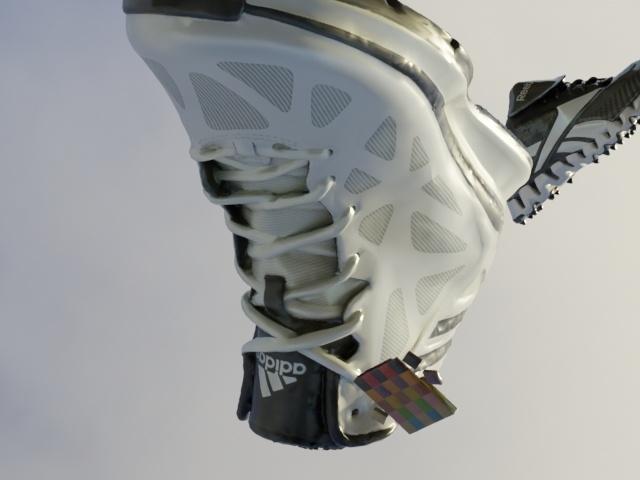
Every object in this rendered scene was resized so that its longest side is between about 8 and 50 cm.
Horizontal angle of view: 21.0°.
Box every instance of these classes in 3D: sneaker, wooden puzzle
[{"bbox_3d":[0.001,0.000,1.106,0.169,0.257,0.447,10,169,30],"label":"sneaker"},{"bbox_3d":[0.051,0.092,1.035,0.049,0.083,0.006,44,-125,-9],"label":"wooden puzzle"},{"bbox_3d":[0.224,-0.114,1.574,0.106,0.234,0.078,50,-139,3],"label":"sneaker"}]
